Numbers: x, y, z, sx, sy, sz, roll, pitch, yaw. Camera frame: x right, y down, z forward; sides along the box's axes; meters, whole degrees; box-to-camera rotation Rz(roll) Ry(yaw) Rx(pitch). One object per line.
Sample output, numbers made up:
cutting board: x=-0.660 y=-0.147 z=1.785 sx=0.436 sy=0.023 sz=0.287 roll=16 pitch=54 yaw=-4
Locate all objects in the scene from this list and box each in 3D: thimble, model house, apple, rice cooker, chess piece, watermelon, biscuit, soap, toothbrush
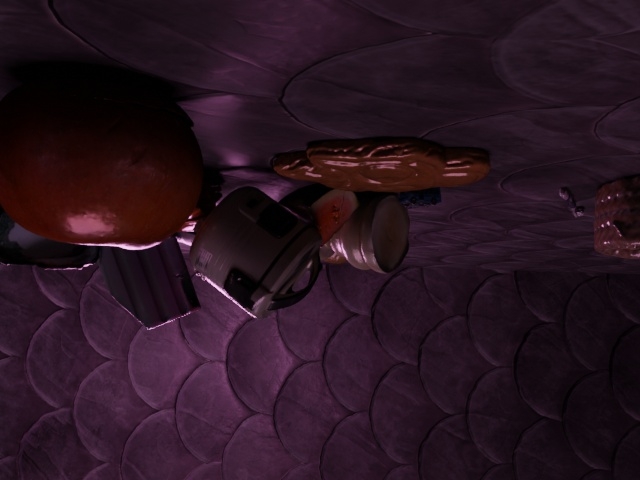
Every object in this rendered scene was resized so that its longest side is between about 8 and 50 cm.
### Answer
thimble: x=0.641 y=-0.043 z=1.436 sx=0.195 sy=0.148 sz=0.229 roll=0 pitch=171 yaw=30
model house: x=-0.683 y=-0.048 z=1.668 sx=0.291 sy=0.185 sz=0.253 roll=13 pitch=-172 yaw=37
apple: x=-0.293 y=-0.094 z=0.954 sx=0.251 sy=0.207 sz=0.272 roll=2 pitch=175 yaw=25
rice cooker: x=-0.120 y=0.027 z=1.432 sx=0.244 sy=0.226 sz=0.226 roll=39 pitch=176 yaw=7
chess piece: x=0.022 y=-0.024 z=1.685 sx=0.330 sy=0.183 sz=0.182 roll=4 pitch=176 yaw=34
watermelon: x=-0.017 y=-0.074 z=1.498 sx=0.192 sy=0.137 sz=0.145 roll=-15 pitch=141 yaw=3
biscuit: x=0.104 y=-0.124 z=1.271 sx=0.375 sy=0.051 sz=0.269 roll=1 pitch=171 yaw=6
soap: x=-0.440 y=0.051 z=1.782 sx=0.192 sy=0.324 sz=0.109 roll=-21 pitch=-171 yaw=-22
toothbrush: x=0.559 y=-0.081 z=1.616 sx=0.026 sy=0.024 sz=0.288 roll=-3 pitch=171 yaw=26

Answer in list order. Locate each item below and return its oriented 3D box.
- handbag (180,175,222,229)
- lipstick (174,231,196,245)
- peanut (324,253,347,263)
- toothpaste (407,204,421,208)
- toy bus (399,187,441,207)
handbag: x=-0.368 y=-0.086 z=1.390 sx=0.303 sy=0.116 sz=0.410 roll=0 pitch=173 yaw=8
lipstick: x=-0.247 y=-0.011 z=1.755 sx=0.317 sy=0.068 sz=0.066 roll=16 pitch=149 yaw=32
peanut: x=0.000 y=0.000 z=2.071 sx=0.236 sy=0.110 sz=0.120 roll=15 pitch=-173 yaw=-36
toothpaste: x=0.189 y=-0.080 z=1.712 sx=0.139 sy=0.021 sz=0.037 roll=-6 pitch=175 yaw=31
toy bus: x=0.205 y=-0.093 z=1.504 sx=0.083 sy=0.046 sz=0.038 roll=1 pitch=174 yaw=-20
